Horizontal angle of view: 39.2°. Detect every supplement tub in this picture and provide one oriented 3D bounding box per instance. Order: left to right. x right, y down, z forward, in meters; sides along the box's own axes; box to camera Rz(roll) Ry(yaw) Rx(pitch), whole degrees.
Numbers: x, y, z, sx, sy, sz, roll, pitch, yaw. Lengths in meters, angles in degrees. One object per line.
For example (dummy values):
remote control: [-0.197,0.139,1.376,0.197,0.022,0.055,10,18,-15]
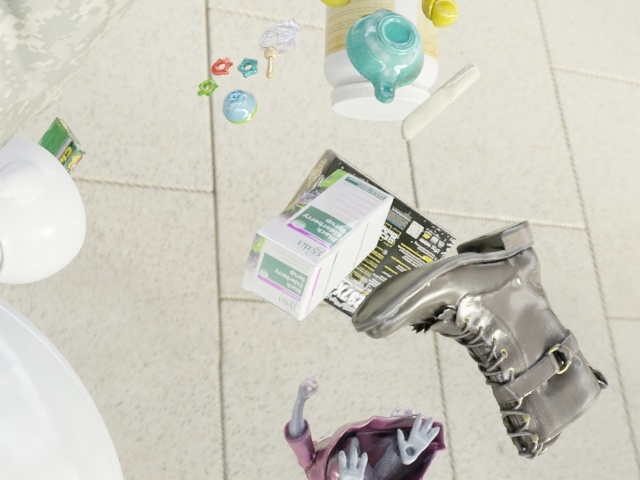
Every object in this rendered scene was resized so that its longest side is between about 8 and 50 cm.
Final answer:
supplement tub: [0.121,-0.411,1.778,0.228,0.228,0.316,5,84,-22]

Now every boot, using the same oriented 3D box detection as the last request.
boot: [0.176,0.117,0.918,0.263,0.091,0.229,-23,91,-29]

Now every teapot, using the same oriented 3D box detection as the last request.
teapot: [-0.506,-0.026,1.389,0.252,0.256,0.187,12,34,29]

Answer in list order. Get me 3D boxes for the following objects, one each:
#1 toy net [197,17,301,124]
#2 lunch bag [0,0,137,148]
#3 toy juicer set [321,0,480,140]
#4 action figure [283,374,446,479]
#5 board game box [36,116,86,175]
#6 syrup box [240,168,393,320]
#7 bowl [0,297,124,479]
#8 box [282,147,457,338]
toy net: [-0.126,-0.337,1.728,0.122,0.045,0.232,35,80,25]
lunch bag: [-0.243,-0.204,0.664,0.212,0.305,0.256,33,36,-28]
toy juicer set: [0.138,-0.314,1.436,0.209,0.089,0.329,-19,77,-25]
action figure: [0.062,0.380,1.509,0.248,0.370,0.276,15,70,-16]
board game box: [-0.584,-0.116,1.844,0.030,0.260,0.136,29,15,-45]
syrup box: [0.000,0.000,1.211,0.093,0.096,0.237,28,34,16]
bowl: [-0.257,0.163,0.455,0.298,0.298,0.134,48,15,3]
box: [0.074,0.009,1.796,0.322,0.079,0.257,32,99,-20]
